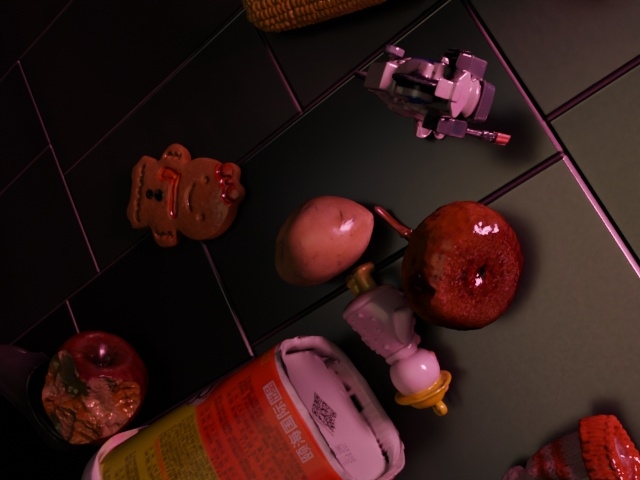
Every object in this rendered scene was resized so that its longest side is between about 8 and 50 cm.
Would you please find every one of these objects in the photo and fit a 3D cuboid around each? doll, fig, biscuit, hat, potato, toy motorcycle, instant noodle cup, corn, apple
[{"bbox_3d":[0.093,0.123,0.772,0.207,0.081,0.129,58,153,13],"label":"doll"},{"bbox_3d":[0.136,0.021,0.754,0.201,0.134,0.146,22,83,59],"label":"fig"},{"bbox_3d":[-0.217,-0.067,0.985,0.226,0.036,0.165,11,92,29],"label":"biscuit"},{"bbox_3d":[0.261,0.260,0.675,0.162,0.094,0.112,-30,48,32],"label":"hat"},{"bbox_3d":[-0.001,0.002,0.821,0.147,0.112,0.112,-41,70,29],"label":"potato"},{"bbox_3d":[0.127,-0.167,0.715,0.150,0.221,0.102,15,102,-16],"label":"toy motorcycle"},{"bbox_3d":[-0.082,0.283,0.783,0.308,0.294,0.294,-39,70,15],"label":"instant noodle cup"},{"bbox_3d":[0.008,-0.337,0.839,0.249,0.081,0.081,-5,86,29],"label":"corn"},{"bbox_3d":[-0.355,0.233,0.995,0.156,0.147,0.158,21,112,-4],"label":"apple"}]

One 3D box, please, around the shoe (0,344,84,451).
[{"bbox_3d":[-0.469,0.247,1.081,0.241,0.108,0.093,42,107,17],"label":"shoe"}]
